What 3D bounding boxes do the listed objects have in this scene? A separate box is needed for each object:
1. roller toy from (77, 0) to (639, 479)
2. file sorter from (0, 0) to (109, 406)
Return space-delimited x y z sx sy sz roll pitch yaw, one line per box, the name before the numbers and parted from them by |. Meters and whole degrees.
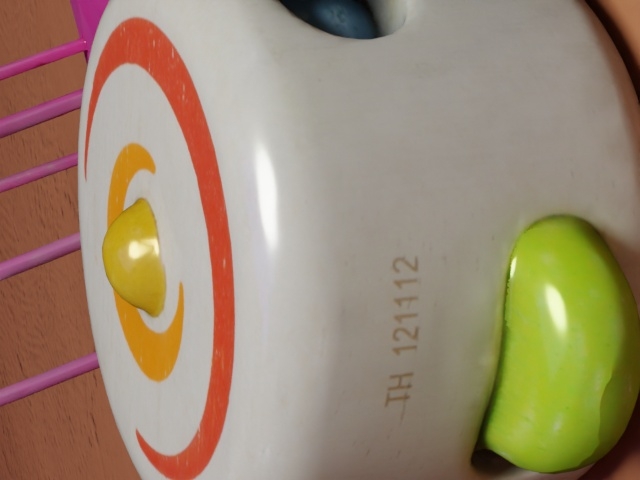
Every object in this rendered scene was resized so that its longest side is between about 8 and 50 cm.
roller toy | 0.000 0.000 0.494 0.209 0.146 0.191 135 125 -61
file sorter | -0.164 -0.093 0.700 0.202 0.182 0.290 49 155 51
